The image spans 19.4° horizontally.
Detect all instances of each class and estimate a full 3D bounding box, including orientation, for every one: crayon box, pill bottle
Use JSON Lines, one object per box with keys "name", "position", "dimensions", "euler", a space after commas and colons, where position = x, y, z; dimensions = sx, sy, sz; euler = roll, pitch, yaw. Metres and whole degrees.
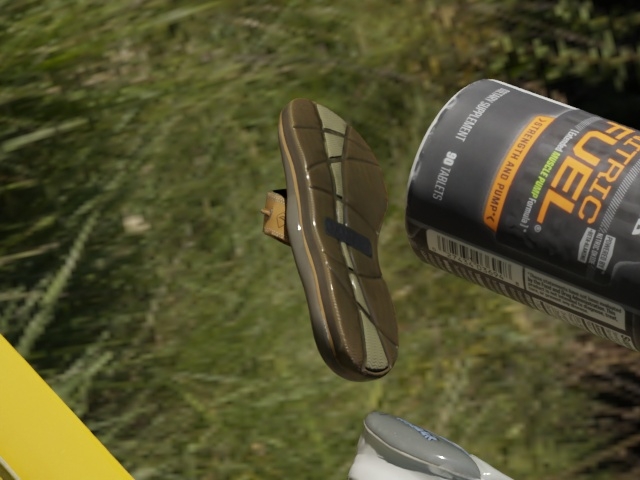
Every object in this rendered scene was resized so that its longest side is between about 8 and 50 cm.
{"name": "crayon box", "position": [-0.225, 0.153, 1.254], "dimensions": [0.081, 0.318, 0.202], "euler": [-41, 87, -27]}
{"name": "pill bottle", "position": [0.185, -0.005, 1.167], "dimensions": [0.130, 0.245, 0.130], "euler": [-38, 140, -42]}

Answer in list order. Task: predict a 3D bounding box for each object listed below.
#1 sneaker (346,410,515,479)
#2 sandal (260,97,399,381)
{"name": "sneaker", "position": [0.068, 0.199, 0.895], "dimensions": [0.129, 0.111, 0.297], "euler": [-54, 135, -15]}
{"name": "sandal", "position": [0.000, 0.000, 1.149], "dimensions": [0.090, 0.060, 0.219], "euler": [30, 39, -41]}
